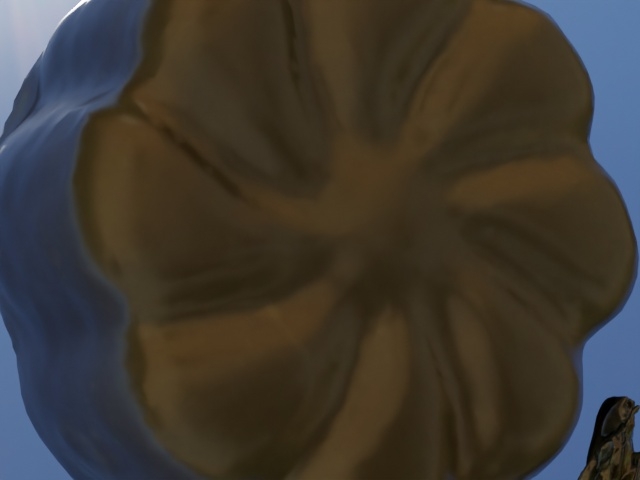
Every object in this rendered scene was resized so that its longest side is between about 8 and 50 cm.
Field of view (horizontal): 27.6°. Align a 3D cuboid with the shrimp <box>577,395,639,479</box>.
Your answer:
[{"bbox_3d":[0.102,0.175,0.642,0.051,0.150,0.217,21,-93,-12],"label":"shrimp"}]

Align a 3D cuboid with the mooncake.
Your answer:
[{"bbox_3d":[0.000,0.000,0.757,0.378,0.201,0.378,5,-103,-25],"label":"mooncake"}]
